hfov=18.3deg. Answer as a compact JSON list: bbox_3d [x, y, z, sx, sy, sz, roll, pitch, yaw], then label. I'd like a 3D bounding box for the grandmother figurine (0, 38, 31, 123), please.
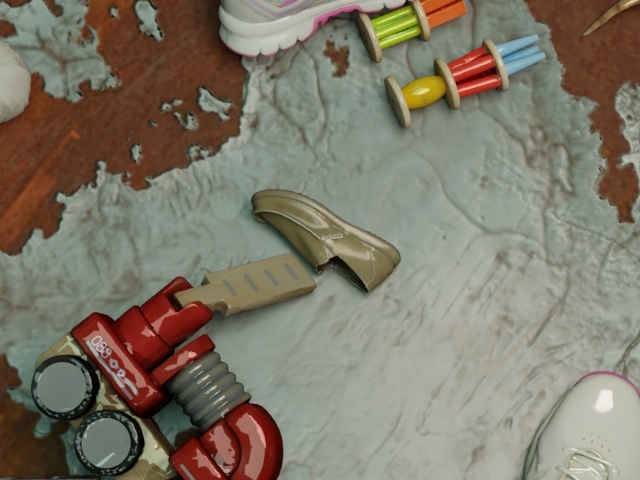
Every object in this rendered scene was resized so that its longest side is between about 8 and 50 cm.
[{"bbox_3d":[-0.435,-0.141,1.796,0.342,0.104,0.208,-3,106,-6],"label":"grandmother figurine"}]

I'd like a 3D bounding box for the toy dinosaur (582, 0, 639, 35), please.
[{"bbox_3d":[0.362,-0.234,1.859,0.211,0.064,0.112,11,79,0],"label":"toy dinosaur"}]

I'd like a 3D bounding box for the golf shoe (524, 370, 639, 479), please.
[{"bbox_3d":[0.218,0.254,1.713,0.115,0.140,0.306,19,77,3],"label":"golf shoe"}]

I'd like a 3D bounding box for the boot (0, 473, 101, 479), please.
[{"bbox_3d":[-0.191,0.306,1.698,0.248,0.090,0.207,1,89,5],"label":"boot"}]

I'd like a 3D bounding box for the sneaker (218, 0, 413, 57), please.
[{"bbox_3d":[0.014,-0.265,1.809,0.252,0.111,0.103,-26,40,-8],"label":"sneaker"}]

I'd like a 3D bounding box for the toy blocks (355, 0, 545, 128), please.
[{"bbox_3d":[0.123,-0.185,1.843,0.148,0.054,0.123,-22,80,-6],"label":"toy blocks"}]

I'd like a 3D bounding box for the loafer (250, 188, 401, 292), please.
[{"bbox_3d":[0.000,0.000,1.798,0.148,0.056,0.050,25,72,3],"label":"loafer"}]

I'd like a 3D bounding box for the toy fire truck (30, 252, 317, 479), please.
[{"bbox_3d":[-0.094,0.124,1.738,0.246,0.158,0.217,-40,82,1],"label":"toy fire truck"}]
